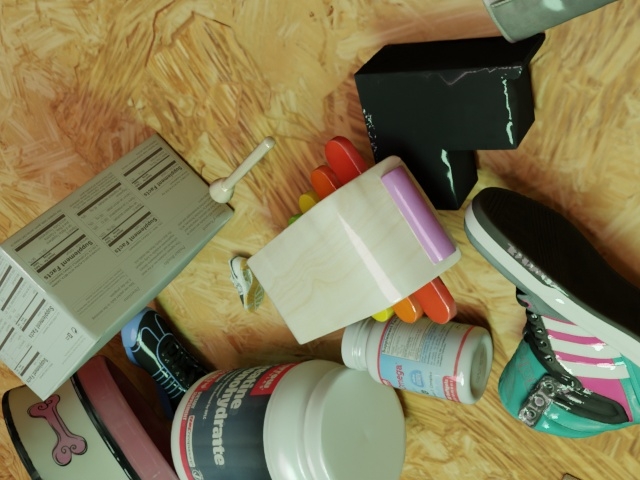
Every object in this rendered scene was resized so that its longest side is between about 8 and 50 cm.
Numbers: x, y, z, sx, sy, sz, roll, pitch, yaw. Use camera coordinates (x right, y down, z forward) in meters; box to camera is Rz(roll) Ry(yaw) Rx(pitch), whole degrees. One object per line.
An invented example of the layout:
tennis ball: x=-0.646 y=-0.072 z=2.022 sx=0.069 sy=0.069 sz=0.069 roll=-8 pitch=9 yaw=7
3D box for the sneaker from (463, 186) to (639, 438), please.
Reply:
sneaker: x=0.221 y=0.089 z=0.796 sx=0.295 sy=0.124 sz=0.178 roll=38 pitch=129 yaw=-6

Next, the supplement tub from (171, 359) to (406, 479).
supplement tub: x=-0.045 y=0.256 z=1.061 sx=0.272 sy=0.191 sz=0.191 roll=-14 pitch=114 yaw=40

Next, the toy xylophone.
toy xylophone: x=0.000 y=0.000 z=0.843 sx=0.236 sy=0.081 sz=0.322 roll=60 pitch=153 yaw=-7

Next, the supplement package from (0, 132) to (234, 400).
supplement package: x=-0.269 y=0.031 z=0.989 sx=0.145 sy=0.262 sz=0.204 roll=46 pitch=136 yaw=-3

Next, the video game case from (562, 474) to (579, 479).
video game case: x=0.353 y=0.368 z=0.997 sx=0.157 sy=0.019 sz=0.143 roll=24 pitch=133 yaw=18

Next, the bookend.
bookend: x=0.130 y=-0.100 z=0.750 sx=0.157 sy=0.072 sz=0.156 roll=3 pitch=125 yaw=32

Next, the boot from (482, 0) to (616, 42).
boot: x=0.231 y=-0.192 z=0.608 sx=0.208 sy=0.076 sz=0.190 roll=-19 pitch=97 yaw=35

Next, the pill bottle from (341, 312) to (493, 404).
pill bottle: x=0.109 y=0.130 z=0.931 sx=0.160 sy=0.087 sz=0.087 roll=7 pitch=127 yaw=31

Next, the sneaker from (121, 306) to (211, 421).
sneaker: x=-0.213 y=0.190 z=1.211 sx=0.090 sy=0.081 sz=0.232 roll=3 pitch=131 yaw=30

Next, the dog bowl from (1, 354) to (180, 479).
dog bowl: x=-0.293 y=0.349 z=1.222 sx=0.408 sy=0.150 sz=0.408 roll=51 pitch=167 yaw=16

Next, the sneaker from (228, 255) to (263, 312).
sneaker: x=-0.100 y=0.056 z=1.064 sx=0.037 sy=0.032 sz=0.083 roll=21 pitch=129 yaw=39
